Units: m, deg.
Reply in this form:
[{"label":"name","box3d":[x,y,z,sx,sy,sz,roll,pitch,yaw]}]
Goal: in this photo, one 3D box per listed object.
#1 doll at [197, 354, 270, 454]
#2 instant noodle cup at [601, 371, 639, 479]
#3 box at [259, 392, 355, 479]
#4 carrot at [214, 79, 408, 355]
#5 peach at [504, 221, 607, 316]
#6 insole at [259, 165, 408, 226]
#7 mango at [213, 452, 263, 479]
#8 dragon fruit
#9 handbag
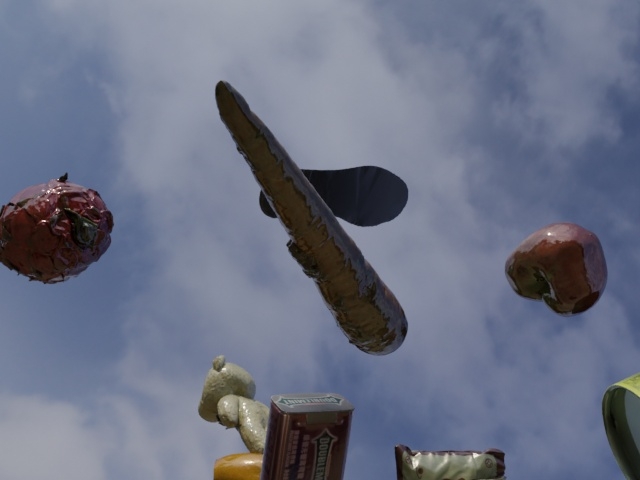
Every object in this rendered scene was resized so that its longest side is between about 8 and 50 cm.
[{"label":"doll","box3d":[-0.182,0.408,1.543,0.278,0.149,0.175,43,-21,39]},{"label":"instant noodle cup","box3d":[0.633,0.322,1.116,0.221,0.311,0.311,-16,-71,-5]},{"label":"box","box3d":[-0.026,0.334,0.950,0.069,0.120,0.224,21,-74,62]},{"label":"carrot","box3d":[0.000,0.000,0.422,0.049,0.049,0.254,-7,-43,27]},{"label":"peach","box3d":[0.389,0.045,1.079,0.152,0.152,0.152,10,-63,20]},{"label":"insole","box3d":[0.036,-0.079,1.183,0.009,0.348,0.119,33,-64,44]},{"label":"mango","box3d":[-0.069,0.556,1.374,0.359,0.144,0.187,39,-82,4]},{"label":"dragon fruit","box3d":[-0.628,-0.019,1.556,0.299,0.244,0.244,-18,-74,7]},{"label":"handbag","box3d":[0.251,0.511,1.318,0.235,0.127,0.213,3,-96,-4]}]
